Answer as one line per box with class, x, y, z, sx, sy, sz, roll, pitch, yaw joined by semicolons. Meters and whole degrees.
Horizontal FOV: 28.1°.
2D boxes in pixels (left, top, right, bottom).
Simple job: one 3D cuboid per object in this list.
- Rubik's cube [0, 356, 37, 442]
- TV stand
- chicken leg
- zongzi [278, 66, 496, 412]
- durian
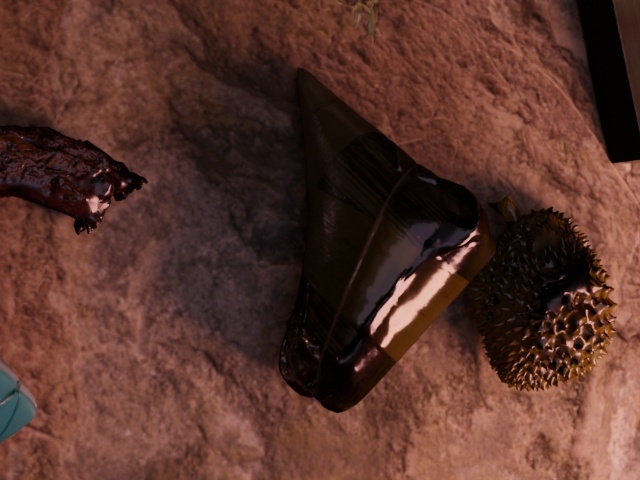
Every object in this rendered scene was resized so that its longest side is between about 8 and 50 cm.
Rubik's cube;-0.376;0.143;1.268;0.254;0.254;0.254;0;88;-17
TV stand;0.385;-0.236;1.580;0.083;0.088;0.269;-13;92;-15
chicken leg;-0.306;-0.071;1.384;0.234;0.063;0.105;15;80;-14
zongzi;0.000;0.000;1.456;0.317;0.154;0.289;42;85;14
durian;0.270;0.058;1.513;0.193;0.138;0.237;-23;94;-16
